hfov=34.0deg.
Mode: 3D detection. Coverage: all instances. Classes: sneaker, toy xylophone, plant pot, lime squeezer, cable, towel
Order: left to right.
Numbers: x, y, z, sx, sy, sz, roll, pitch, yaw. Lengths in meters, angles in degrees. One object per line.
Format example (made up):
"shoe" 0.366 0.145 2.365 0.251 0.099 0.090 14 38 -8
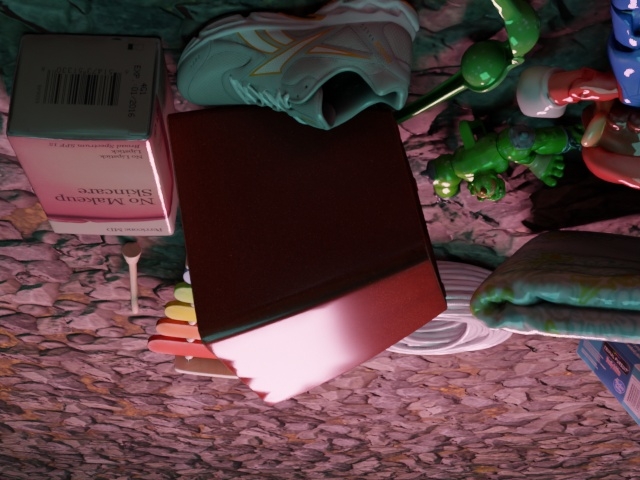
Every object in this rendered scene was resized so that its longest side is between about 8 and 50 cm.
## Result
"toy xylophone" -0.187 0.099 1.611 0.236 0.081 0.322 2 143 0
"sneaker" -0.031 -0.161 1.037 0.262 0.121 0.099 -10 153 23
"plant pot" 0.000 0.000 1.154 0.236 0.267 0.267 -15 155 8
"cable" 0.179 0.113 1.670 0.257 0.089 0.257 -16 151 31
"lime squeezer" 0.152 -0.184 1.033 0.110 0.059 0.310 -16 162 -18
"towel" 0.405 0.053 1.300 0.374 0.090 0.320 3 -172 23

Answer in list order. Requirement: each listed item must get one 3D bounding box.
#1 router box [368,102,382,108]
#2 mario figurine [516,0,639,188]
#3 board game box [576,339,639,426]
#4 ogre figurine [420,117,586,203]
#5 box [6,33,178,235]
"router box" 0.026 -0.132 1.197 0.092 0.038 0.122 -8 154 17
"mario figurine" 0.311 -0.188 1.015 0.198 0.170 0.320 31 153 24
"board game box" 0.633 0.226 1.728 0.336 0.254 0.079 7 110 -13
"ogre figurine" 0.200 -0.093 1.221 0.197 0.097 0.118 2 179 37
"box" -0.240 -0.109 1.154 0.149 0.127 0.232 1 155 -1
